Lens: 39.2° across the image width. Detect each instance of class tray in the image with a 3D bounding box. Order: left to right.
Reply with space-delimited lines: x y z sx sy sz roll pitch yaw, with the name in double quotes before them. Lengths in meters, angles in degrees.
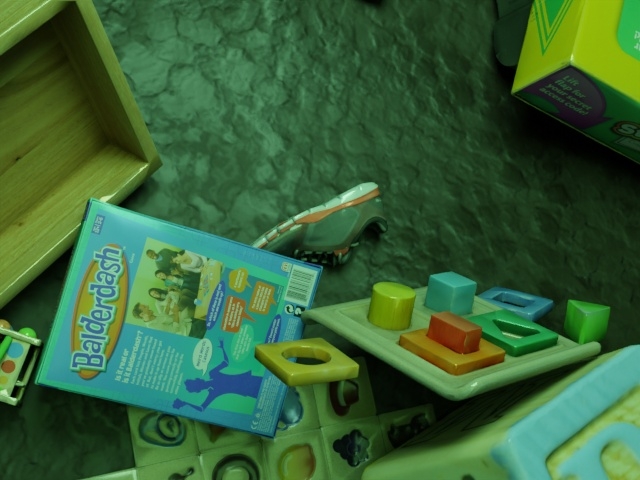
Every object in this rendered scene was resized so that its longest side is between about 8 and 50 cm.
"tray" -0.317 -0.014 0.688 0.076 0.203 0.411 28 61 31

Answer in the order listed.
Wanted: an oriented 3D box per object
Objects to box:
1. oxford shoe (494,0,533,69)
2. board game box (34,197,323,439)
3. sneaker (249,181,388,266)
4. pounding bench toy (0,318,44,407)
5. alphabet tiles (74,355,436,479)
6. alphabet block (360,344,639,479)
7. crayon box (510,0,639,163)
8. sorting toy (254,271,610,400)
"oxford shoe" 0.238 -0.275 0.986 0.076 0.076 0.212 18 73 -37
"board game box" -0.120 0.069 0.778 0.210 0.047 0.160 18 86 -18
"sneaker" 0.000 0.000 0.860 0.158 0.061 0.065 -27 93 -16
"pounding bench toy" -0.268 0.100 0.756 0.052 0.083 0.065 21 74 -8
"alphabet tiles" -0.038 0.266 0.812 0.343 0.011 0.285 -9 79 -15
"alphabet block" 0.187 0.225 0.752 0.193 0.197 0.192 -20 82 -37
"crayon box" 0.402 -0.227 0.953 0.363 0.106 0.313 23 73 -20
"sorting toy" 0.109 0.067 0.760 0.348 0.196 0.047 -8 109 -41
